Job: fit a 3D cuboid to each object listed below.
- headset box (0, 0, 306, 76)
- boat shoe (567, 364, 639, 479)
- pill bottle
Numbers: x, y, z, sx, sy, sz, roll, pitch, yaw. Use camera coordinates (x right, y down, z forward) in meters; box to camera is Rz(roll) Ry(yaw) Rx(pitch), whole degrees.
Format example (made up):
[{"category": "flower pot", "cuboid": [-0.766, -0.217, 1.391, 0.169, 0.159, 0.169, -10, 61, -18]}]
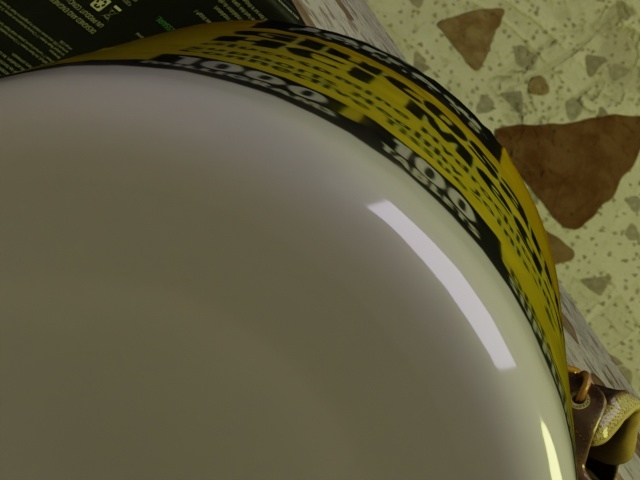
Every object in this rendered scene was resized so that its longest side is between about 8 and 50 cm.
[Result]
[{"category": "headset box", "cuboid": [-0.162, -0.194, 0.806, 0.283, 0.131, 0.246, 61, 12, 29]}, {"category": "boat shoe", "cuboid": [0.146, 0.131, 1.210, 0.342, 0.123, 0.123, 59, 11, 22]}, {"category": "pill bottle", "cuboid": [-0.027, 0.036, 0.529, 0.188, 0.188, 0.334, 55, 10, -4]}]
